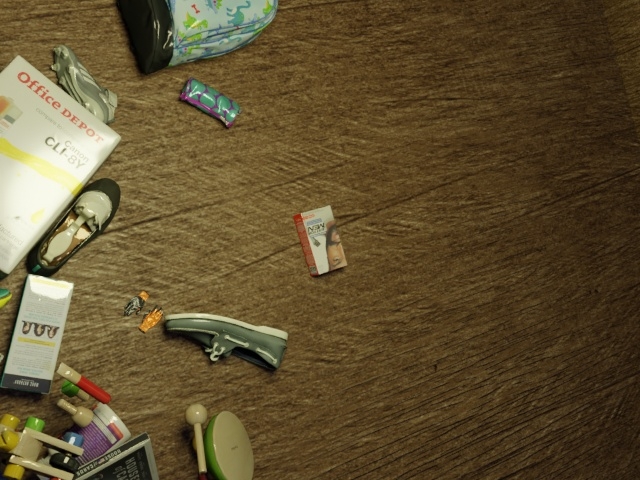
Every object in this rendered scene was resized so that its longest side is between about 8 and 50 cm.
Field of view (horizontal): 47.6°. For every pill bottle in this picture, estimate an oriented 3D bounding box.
[{"bbox_3d":[-0.517,0.451,1.567,0.193,0.108,0.108,-40,101,-25],"label":"pill bottle"}]

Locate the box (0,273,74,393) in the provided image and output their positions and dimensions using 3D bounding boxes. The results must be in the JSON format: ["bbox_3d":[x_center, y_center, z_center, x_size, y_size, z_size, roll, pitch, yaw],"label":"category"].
[{"bbox_3d":[-0.616,0.203,1.577,0.100,0.060,0.244,15,77,-24],"label":"box"}]

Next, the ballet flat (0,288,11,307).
[{"bbox_3d":[-0.764,0.157,1.511,0.230,0.077,0.077,-10,109,-24],"label":"ballet flat"}]

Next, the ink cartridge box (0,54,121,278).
[{"bbox_3d":[-0.660,-0.155,1.546,0.279,0.160,0.385,40,68,-16],"label":"ink cartridge box"}]

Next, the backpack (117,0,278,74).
[{"bbox_3d":[-0.277,-0.581,1.766,0.355,0.273,0.290,-12,82,-39],"label":"backpack"}]

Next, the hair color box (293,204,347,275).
[{"bbox_3d":[0.000,0.000,1.916,0.093,0.053,0.167,-18,92,-28],"label":"hair color box"}]

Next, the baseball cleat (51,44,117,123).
[{"bbox_3d":[-0.545,-0.360,1.693,0.109,0.072,0.206,-20,85,-54],"label":"baseball cleat"}]

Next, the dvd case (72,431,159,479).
[{"bbox_3d":[-0.469,0.528,1.562,0.238,0.029,0.179,-25,139,-27],"label":"dvd case"}]

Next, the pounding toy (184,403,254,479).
[{"bbox_3d":[-0.258,0.493,1.683,0.237,0.110,0.183,48,26,-51],"label":"pounding toy"}]

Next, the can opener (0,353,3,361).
[{"bbox_3d":[-0.756,0.336,1.483,0.093,0.074,0.280,39,71,-19],"label":"can opener"}]

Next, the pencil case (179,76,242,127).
[{"bbox_3d":[-0.276,-0.345,1.817,0.151,0.064,0.070,28,47,-20],"label":"pencil case"}]

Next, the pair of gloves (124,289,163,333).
[{"bbox_3d":[-0.416,0.167,1.709,0.083,0.010,0.074,47,66,-13],"label":"pair of gloves"}]

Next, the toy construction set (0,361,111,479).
[{"bbox_3d":[-0.600,0.366,1.420,0.309,0.257,0.237,-52,129,-16],"label":"toy construction set"}]

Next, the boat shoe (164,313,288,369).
[{"bbox_3d":[-0.224,0.241,1.738,0.319,0.116,0.099,16,72,-29],"label":"boat shoe"}]

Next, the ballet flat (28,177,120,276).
[{"bbox_3d":[-0.539,-0.032,1.627,0.095,0.096,0.280,40,68,-16],"label":"ballet flat"}]
